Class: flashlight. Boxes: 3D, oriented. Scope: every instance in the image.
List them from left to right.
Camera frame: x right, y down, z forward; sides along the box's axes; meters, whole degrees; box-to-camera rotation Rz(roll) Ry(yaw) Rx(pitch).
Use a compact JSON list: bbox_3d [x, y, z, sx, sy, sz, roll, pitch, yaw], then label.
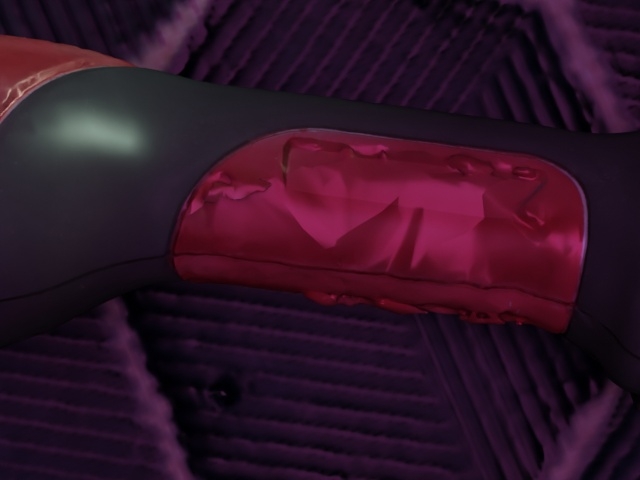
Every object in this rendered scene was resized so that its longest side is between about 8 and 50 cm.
[{"bbox_3d":[0.000,0.000,0.477,0.304,0.103,0.103,9,87,2],"label":"flashlight"}]
